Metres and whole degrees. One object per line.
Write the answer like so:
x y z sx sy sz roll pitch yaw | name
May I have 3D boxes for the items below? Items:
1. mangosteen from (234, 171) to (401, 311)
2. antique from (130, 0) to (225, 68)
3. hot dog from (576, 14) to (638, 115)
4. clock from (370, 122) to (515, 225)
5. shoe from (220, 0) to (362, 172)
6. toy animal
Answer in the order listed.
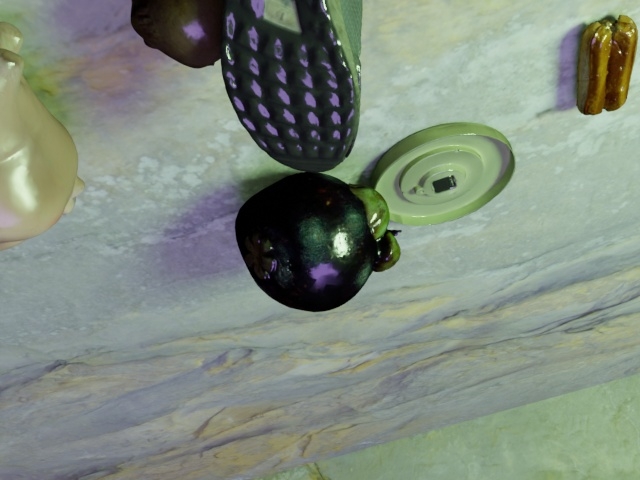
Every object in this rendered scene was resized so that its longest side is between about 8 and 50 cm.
0.000 0.000 0.959 0.242 0.243 0.243 -7 147 -5 | mangosteen
-0.152 -0.261 0.576 0.121 0.143 0.257 -18 149 9 | antique
0.382 -0.228 0.854 0.071 0.045 0.165 -17 147 8 | hot dog
0.196 -0.097 1.018 0.235 0.029 0.235 -7 147 -5 | clock
-0.013 -0.240 0.614 0.132 0.171 0.336 6 126 13 | shoe
-0.407 -0.115 0.677 0.326 0.237 0.269 28 122 -38 | toy animal
